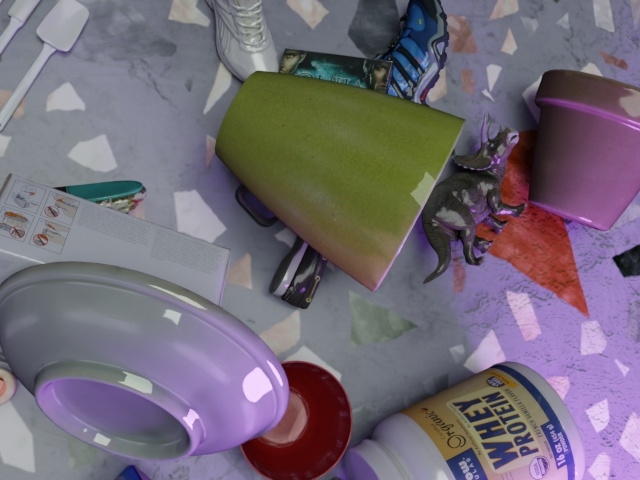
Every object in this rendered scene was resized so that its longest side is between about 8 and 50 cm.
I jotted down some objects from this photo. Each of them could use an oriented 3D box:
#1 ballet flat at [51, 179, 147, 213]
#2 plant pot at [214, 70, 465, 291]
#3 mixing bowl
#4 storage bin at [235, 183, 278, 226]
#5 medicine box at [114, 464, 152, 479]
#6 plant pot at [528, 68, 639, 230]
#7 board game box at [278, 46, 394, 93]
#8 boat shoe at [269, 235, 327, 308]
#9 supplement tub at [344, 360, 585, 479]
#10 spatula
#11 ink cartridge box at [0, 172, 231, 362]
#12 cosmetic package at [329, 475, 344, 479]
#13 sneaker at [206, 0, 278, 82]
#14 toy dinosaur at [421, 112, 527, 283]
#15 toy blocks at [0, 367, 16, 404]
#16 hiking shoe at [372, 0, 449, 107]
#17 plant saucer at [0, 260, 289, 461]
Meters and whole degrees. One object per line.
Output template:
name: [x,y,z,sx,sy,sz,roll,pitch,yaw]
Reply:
ballet flat: [-0.377,-0.040,1.169,0.241,0.091,0.077,-6,117,-14]
plant pot: [0.011,-0.115,1.126,0.294,0.275,0.274,28,75,4]
mixing bowl: [-0.050,0.275,1.217,0.181,0.098,0.181,2,83,-17]
storage bin: [-0.063,-0.099,1.263,0.135,0.091,0.098,-45,98,-18]
medicine box: [-0.286,0.467,1.029,0.149,0.263,0.289,45,72,-9]
plant pot: [0.471,-0.147,1.383,0.263,0.263,0.229,20,96,-15]
board game box: [0.016,-0.245,1.295,0.186,0.026,0.126,11,78,14]
boat shoe: [0.000,0.000,1.281,0.069,0.081,0.227,31,82,-15]
supplement tub: [0.219,0.346,1.229,0.316,0.228,0.228,-21,90,-20]
spatula: [-0.478,-0.292,1.189,0.168,0.019,0.242,31,75,-13]
ink cartridge box: [-0.322,0.083,1.108,0.309,0.272,0.130,20,47,-16]
cosmetic package: [0.034,0.411,1.154,0.099,0.239,0.060,-30,92,-19]
sneaker: [-0.125,-0.359,1.261,0.090,0.115,0.232,-23,91,-19]
toy dinosaur: [0.244,-0.052,1.363,0.160,0.121,0.313,41,77,3]
toy blocks: [-0.471,0.218,1.060,0.123,0.148,0.054,-31,94,-19]
hiking shoe: [0.131,-0.289,1.338,0.132,0.113,0.304,14,78,-14]
plant saucer: [-0.243,0.189,1.007,0.400,0.400,0.100,27,50,-13]
